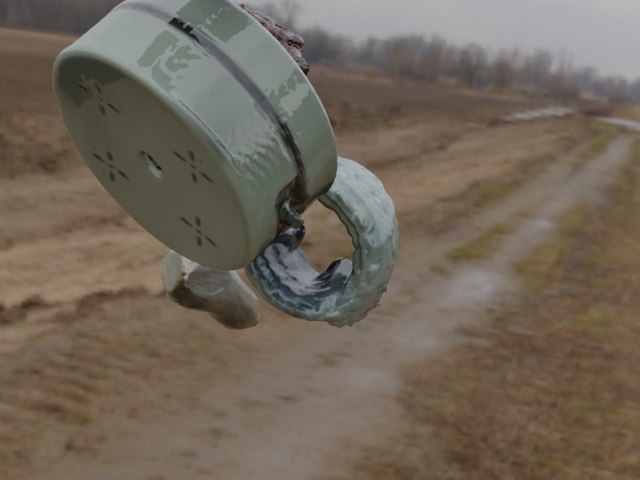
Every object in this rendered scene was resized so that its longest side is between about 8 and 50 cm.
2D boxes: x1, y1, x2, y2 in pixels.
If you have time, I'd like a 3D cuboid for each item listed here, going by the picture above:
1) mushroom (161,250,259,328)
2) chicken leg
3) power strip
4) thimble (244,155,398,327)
[{"bbox_3d":[-0.183,0.092,2.206,0.109,0.097,0.351,-9,-23,17],"label":"mushroom"},{"bbox_3d":[-0.065,-0.272,1.736,0.205,0.053,0.093,37,9,34],"label":"chicken leg"},{"bbox_3d":[-0.142,-0.129,1.515,0.357,0.357,0.161,16,51,45],"label":"power strip"},{"bbox_3d":[0.000,0.000,1.739,0.205,0.250,0.172,-23,0,18],"label":"thimble"}]
